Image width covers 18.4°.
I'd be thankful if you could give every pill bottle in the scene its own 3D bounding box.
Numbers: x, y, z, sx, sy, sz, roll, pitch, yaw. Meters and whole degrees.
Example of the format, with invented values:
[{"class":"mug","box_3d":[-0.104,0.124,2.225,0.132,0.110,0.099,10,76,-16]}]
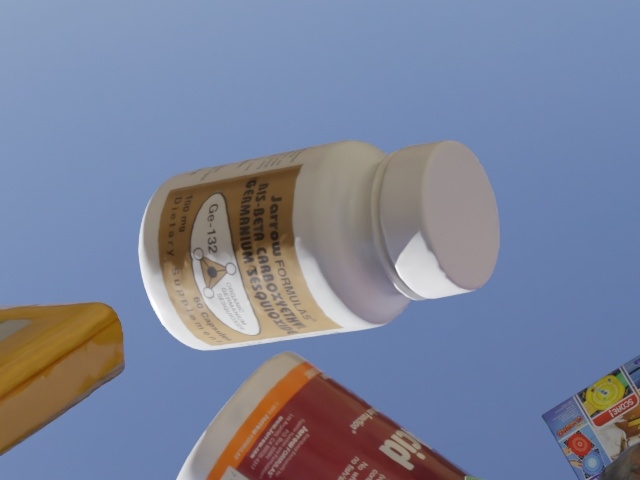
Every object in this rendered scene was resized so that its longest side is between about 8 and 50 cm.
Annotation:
[{"class":"pill bottle","box_3d":[0.000,0.000,1.364,0.229,0.131,0.131,-10,-168,33]},{"class":"pill bottle","box_3d":[0.060,0.309,2.028,0.392,0.224,0.224,35,-150,13]}]

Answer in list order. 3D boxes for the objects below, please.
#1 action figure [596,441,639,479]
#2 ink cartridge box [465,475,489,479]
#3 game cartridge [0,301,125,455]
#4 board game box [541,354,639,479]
[{"class":"action figure","box_3d":[0.139,0.207,0.857,0.178,0.330,0.341,26,-156,4]},{"class":"ink cartridge box","box_3d":[0.171,0.301,1.633,0.109,0.209,0.062,12,160,-15]},{"class":"game cartridge","box_3d":[-0.298,0.095,1.097,0.285,0.053,0.323,-3,-171,17]},{"class":"board game box","box_3d":[0.329,0.173,1.875,0.201,0.136,0.035,-32,155,10]}]
